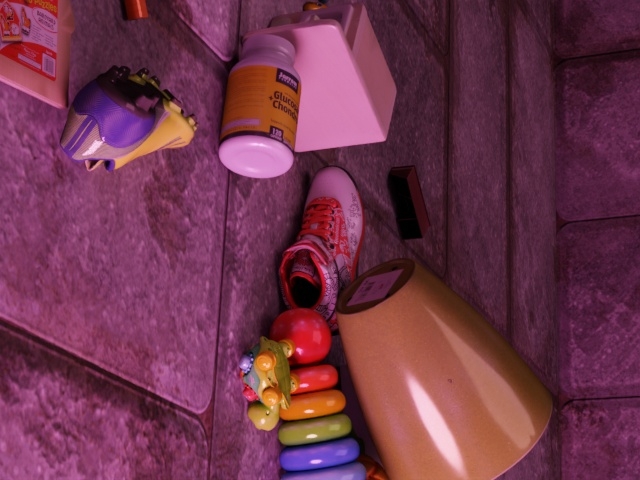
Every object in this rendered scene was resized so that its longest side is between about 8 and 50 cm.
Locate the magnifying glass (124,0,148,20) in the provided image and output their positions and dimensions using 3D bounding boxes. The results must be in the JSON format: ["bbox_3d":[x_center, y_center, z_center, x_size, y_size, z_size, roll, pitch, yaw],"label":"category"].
[{"bbox_3d":[-0.239,-0.380,1.679,0.092,0.026,0.231,-30,113,-67],"label":"magnifying glass"}]

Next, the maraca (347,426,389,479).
[{"bbox_3d":[0.056,0.369,2.142,0.127,0.099,0.185,23,50,-63],"label":"maraca"}]

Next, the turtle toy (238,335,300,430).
[{"bbox_3d":[-0.073,0.193,1.897,0.095,0.066,0.130,-24,108,-68],"label":"turtle toy"}]

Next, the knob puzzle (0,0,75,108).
[{"bbox_3d":[-0.315,-0.249,1.444,0.213,0.030,0.213,-5,90,-68],"label":"knob puzzle"}]

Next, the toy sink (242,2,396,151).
[{"bbox_3d":[0.002,-0.264,2.089,0.234,0.153,0.131,62,30,-42],"label":"toy sink"}]

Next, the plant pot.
[{"bbox_3d":[0.150,0.182,2.060,0.293,0.275,0.275,57,31,-20],"label":"plant pot"}]

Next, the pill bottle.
[{"bbox_3d":[-0.080,-0.186,1.926,0.103,0.103,0.184,50,40,-55],"label":"pill bottle"}]

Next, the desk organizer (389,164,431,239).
[{"bbox_3d":[0.161,-0.069,2.584,0.050,0.047,0.130,-59,138,-53],"label":"desk organizer"}]

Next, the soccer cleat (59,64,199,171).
[{"bbox_3d":[-0.222,-0.130,1.602,0.093,0.121,0.289,43,7,6],"label":"soccer cleat"}]

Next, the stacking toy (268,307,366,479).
[{"bbox_3d":[-0.005,0.258,1.980,0.141,0.141,0.330,6,75,-68],"label":"stacking toy"}]

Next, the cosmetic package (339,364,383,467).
[{"bbox_3d":[0.147,0.342,2.377,0.377,0.097,0.284,9,75,-68],"label":"cosmetic package"}]

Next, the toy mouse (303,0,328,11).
[{"bbox_3d":[-0.004,-0.420,2.272,0.161,0.031,0.143,36,52,-62],"label":"toy mouse"}]

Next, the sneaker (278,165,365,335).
[{"bbox_3d":[0.001,0.001,2.101,0.145,0.090,0.270,36,55,-65],"label":"sneaker"}]
